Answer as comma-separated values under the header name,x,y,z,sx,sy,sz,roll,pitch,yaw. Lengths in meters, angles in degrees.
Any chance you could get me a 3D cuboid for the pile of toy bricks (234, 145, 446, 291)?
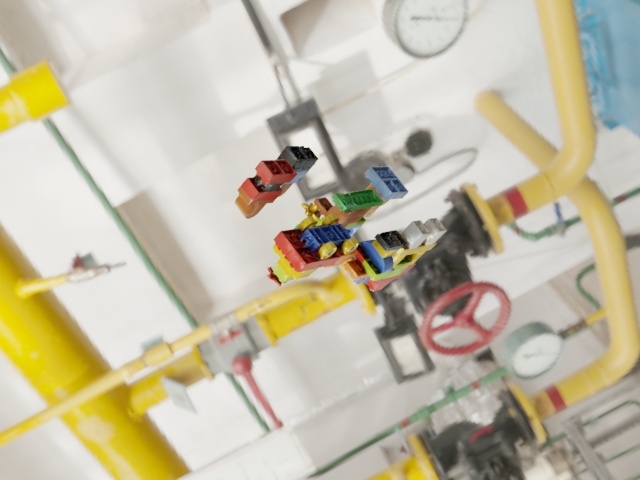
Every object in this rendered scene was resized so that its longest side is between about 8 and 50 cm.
name,x,y,z,sx,sy,sz,roll,pitch,yaw
pile of toy bricks,0.000,0.000,0.747,0.118,0.105,0.212,52,-151,18
